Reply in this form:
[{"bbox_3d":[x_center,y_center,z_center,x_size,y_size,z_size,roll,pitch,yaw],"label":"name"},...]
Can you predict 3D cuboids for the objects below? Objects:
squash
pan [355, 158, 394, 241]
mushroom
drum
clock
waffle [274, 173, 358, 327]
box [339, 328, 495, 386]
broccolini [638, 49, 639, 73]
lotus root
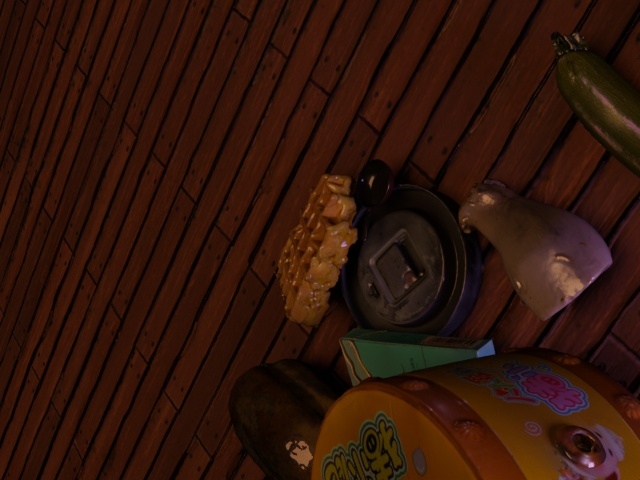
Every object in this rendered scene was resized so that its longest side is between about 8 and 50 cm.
[{"bbox_3d":[0.346,-0.113,0.911,0.071,0.080,0.318,-45,55,15],"label":"squash"},{"bbox_3d":[0.074,-0.053,1.160,0.068,0.023,0.115,1,79,51],"label":"pan"},{"bbox_3d":[0.247,-0.006,0.996,0.116,0.093,0.225,-40,50,9],"label":"mushroom"},{"bbox_3d":[0.171,0.321,0.842,0.431,0.214,0.431,27,120,60],"label":"drum"},{"bbox_3d":[0.121,0.036,1.161,0.226,0.049,0.226,-2,87,47],"label":"clock"},{"bbox_3d":[0.000,0.000,1.231,0.160,0.055,0.211,-111,41,-61],"label":"waffle"},{"bbox_3d":[0.137,0.198,1.104,0.229,0.041,0.162,-2,110,45],"label":"box"},{"bbox_3d":[0.433,-0.239,0.841,0.271,0.062,0.123,-27,84,47],"label":"broccolini"},{"bbox_3d":[-0.036,0.273,1.227,0.275,0.152,0.160,35,141,55],"label":"lotus root"}]
